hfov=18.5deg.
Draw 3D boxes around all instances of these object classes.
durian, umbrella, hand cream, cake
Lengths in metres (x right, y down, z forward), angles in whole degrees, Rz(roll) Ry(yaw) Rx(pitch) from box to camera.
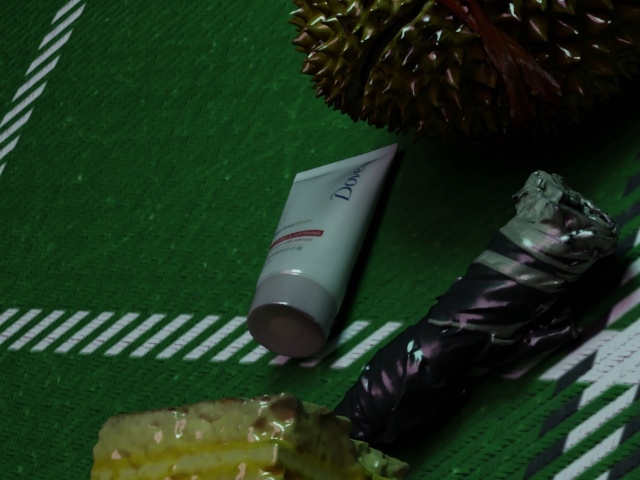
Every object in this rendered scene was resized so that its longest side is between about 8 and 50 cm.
[{"bbox_3d":[0.151,-0.245,1.875,0.384,0.348,0.347,-22,35,-19],"label":"durian"},{"bbox_3d":[0.126,0.092,1.789,0.358,0.106,0.113,-46,29,13],"label":"umbrella"},{"bbox_3d":[0.000,0.000,1.987,0.133,0.083,0.248,-15,39,31],"label":"hand cream"},{"bbox_3d":[-0.062,0.299,1.656,0.227,0.222,0.286,-12,61,37],"label":"cake"}]

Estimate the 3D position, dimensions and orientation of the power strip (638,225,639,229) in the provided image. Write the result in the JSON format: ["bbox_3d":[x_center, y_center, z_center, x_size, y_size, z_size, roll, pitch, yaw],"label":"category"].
[{"bbox_3d":[0.389,-0.068,1.716,0.252,0.027,0.060,-31,42,19],"label":"power strip"}]
